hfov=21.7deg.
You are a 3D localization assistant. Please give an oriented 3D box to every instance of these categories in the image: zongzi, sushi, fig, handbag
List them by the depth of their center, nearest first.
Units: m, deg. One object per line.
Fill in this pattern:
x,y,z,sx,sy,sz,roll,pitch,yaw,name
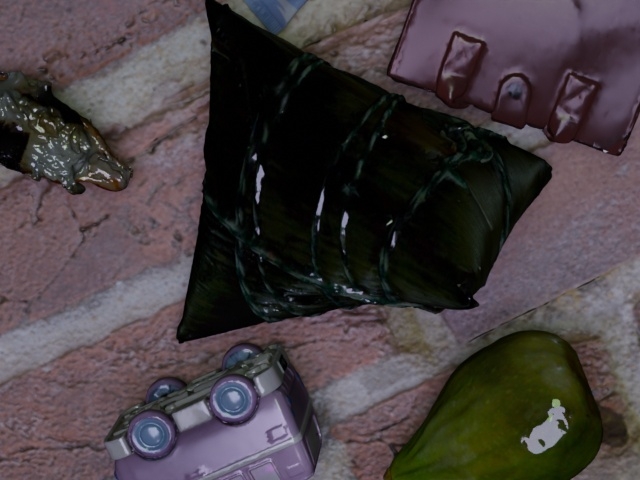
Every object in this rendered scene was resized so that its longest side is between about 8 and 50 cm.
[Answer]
0.224,-0.242,1.625,0.260,0.084,0.275,19,106,-3,handbag
0.000,0.000,1.647,0.384,0.319,0.362,26,117,15,zongzi
-0.293,-0.115,1.688,0.226,0.103,0.097,24,88,-4,sushi
0.193,0.195,1.702,0.167,0.167,0.233,35,127,-5,fig

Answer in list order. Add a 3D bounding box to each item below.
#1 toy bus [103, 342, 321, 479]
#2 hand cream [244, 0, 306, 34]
-0.109,0.207,1.732,0.203,0.142,0.142,-24,101,9,toy bus
0.025,-0.318,1.634,0.271,0.058,0.091,-38,95,18,hand cream
